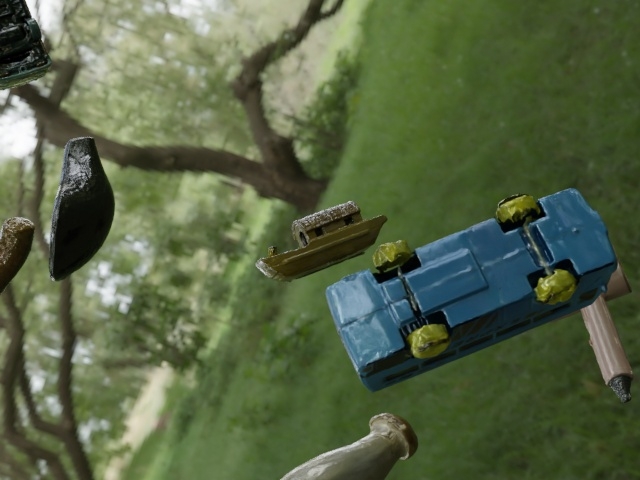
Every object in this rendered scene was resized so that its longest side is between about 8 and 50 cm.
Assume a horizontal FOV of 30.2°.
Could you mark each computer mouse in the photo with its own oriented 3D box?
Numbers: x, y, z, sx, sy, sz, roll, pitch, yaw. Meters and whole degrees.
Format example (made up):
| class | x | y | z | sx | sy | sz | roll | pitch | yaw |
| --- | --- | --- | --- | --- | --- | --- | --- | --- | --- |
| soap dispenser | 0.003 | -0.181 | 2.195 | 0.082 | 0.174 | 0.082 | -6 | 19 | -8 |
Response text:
| class | x | y | z | sx | sy | sz | roll | pitch | yaw |
| --- | --- | --- | --- | --- | --- | --- | --- | --- | --- |
| computer mouse | -0.349 | -0.042 | 1.754 | 0.264 | 0.088 | 0.147 | -99 | 17 | -49 |

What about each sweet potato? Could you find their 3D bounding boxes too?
| class | x | y | z | sx | sy | sz | roll | pitch | yaw |
| --- | --- | --- | --- | --- | --- | --- | --- | --- | --- |
| sweet potato | -0.552 | 0.135 | 1.881 | 0.109 | 0.109 | 0.385 | -88 | 19 | -80 |

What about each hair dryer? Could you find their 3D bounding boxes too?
| class | x | y | z | sx | sy | sz | roll | pitch | yaw |
| --- | --- | --- | --- | --- | --- | --- | --- | --- | --- |
| hair dryer | 0.516 | 0.171 | 2.247 | 0.344 | 0.189 | 0.107 | -98 | -20 | -46 |

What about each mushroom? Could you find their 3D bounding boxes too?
| class | x | y | z | sx | sy | sz | roll | pitch | yaw |
| --- | --- | --- | --- | --- | --- | --- | --- | --- | --- |
| mushroom | 0.036 | 0.434 | 2.171 | 0.350 | 0.128 | 0.128 | -32 | -20 | -33 |

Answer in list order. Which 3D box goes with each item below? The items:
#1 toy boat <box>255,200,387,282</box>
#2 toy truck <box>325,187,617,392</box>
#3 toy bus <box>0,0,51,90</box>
| class | x | y | z | sx | sy | sz | roll | pitch | yaw |
| --- | --- | --- | --- | --- | --- | --- | --- | --- | --- |
| toy boat | 0.000 | 0.000 | 1.876 | 0.088 | 0.226 | 0.068 | 67 | 156 | 7 |
| toy truck | 0.206 | 0.066 | 1.625 | 0.162 | 0.384 | 0.161 | 73 | 174 | -65 |
| toy bus | -0.450 | -0.301 | 1.664 | 0.182 | 0.091 | 0.103 | 67 | 160 | 6 |
